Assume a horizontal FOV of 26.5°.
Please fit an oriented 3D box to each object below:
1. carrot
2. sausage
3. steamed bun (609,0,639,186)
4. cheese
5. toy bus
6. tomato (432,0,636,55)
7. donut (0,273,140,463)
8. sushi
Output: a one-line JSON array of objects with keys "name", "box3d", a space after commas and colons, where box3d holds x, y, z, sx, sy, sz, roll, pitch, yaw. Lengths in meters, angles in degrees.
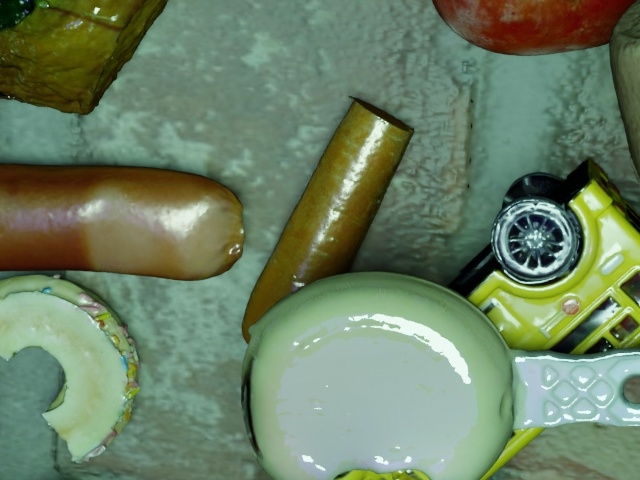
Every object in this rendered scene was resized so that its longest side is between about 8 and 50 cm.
[{"name": "carrot", "box3d": [0.000, 0.000, 1.070, 0.067, 0.067, 0.225, 26, 104, 2]}, {"name": "sausage", "box3d": [-0.207, -0.017, 1.089, 0.300, 0.083, 0.089, 2, 97, 5]}, {"name": "steamed bun", "box3d": [0.308, -0.084, 0.911, 0.199, 0.301, 0.251, 2, 115, 46]}, {"name": "cheese", "box3d": [0.091, 0.103, 0.926, 0.286, 0.082, 0.163, 2, 100, 11]}, {"name": "toy bus", "box3d": [0.116, 0.092, 1.034, 0.151, 0.145, 0.331, 45, 105, -2]}, {"name": "tomato", "box3d": [0.167, -0.238, 0.973, 0.228, 0.101, 0.228, 2, 101, 8]}, {"name": "donut", "box3d": [-0.205, 0.091, 1.123, 0.108, 0.065, 0.166, -34, 96, 14]}, {"name": "sushi", "box3d": [-0.180, -0.204, 1.004, 0.140, 0.149, 0.287, 39, 111, 2]}]
